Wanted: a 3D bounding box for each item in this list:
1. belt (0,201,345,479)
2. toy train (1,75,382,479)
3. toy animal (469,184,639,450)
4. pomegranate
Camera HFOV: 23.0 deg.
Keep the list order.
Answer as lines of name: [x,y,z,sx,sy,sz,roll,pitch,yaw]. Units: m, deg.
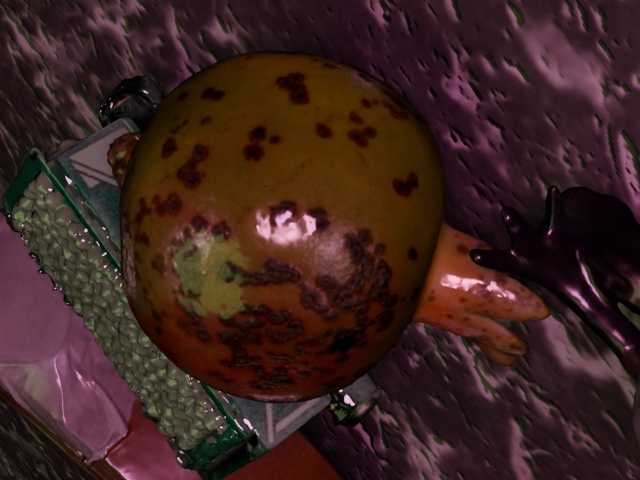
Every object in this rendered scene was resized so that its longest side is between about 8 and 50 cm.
belt: [-0.137,0.123,1.140,0.339,0.122,0.217,40,166,8]
toy train: [-0.076,0.025,1.010,0.269,0.154,0.115,54,150,1]
toy animal: [0.171,0.073,0.674,0.195,0.090,0.324,28,-166,-13]
pomegranate: [0.001,0.002,0.881,0.246,0.198,0.198,27,159,-28]
